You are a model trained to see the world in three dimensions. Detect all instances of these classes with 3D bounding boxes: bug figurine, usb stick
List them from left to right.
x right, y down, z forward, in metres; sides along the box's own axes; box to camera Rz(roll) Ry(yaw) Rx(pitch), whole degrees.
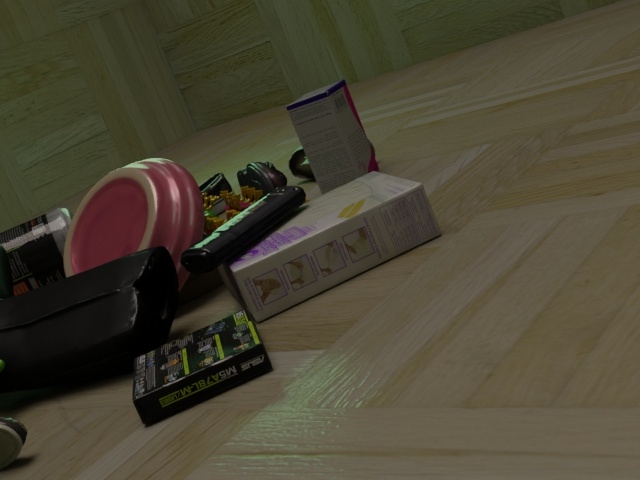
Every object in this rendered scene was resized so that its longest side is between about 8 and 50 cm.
[{"bbox_3d":[-0.145,-0.039,1.793,0.216,0.072,0.279,20,22,37],"label":"bug figurine"},{"bbox_3d":[-0.121,-0.022,1.533,0.077,0.045,0.278,-12,18,39],"label":"usb stick"}]

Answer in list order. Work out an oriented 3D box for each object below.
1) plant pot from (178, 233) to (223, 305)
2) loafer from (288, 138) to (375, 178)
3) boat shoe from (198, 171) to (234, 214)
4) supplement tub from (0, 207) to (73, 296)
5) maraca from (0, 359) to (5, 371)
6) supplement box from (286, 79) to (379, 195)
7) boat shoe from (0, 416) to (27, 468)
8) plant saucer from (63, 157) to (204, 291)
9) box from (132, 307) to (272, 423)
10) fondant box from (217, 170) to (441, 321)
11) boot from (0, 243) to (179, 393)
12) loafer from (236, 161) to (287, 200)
[{"bbox_3d":[-0.283,0.044,1.796,0.237,0.109,0.237,-20,14,5],"label":"plant pot"},{"bbox_3d":[0.011,-0.197,2.260,0.251,0.094,0.087,-10,15,41],"label":"loafer"},{"bbox_3d":[-0.330,-0.084,2.339,0.113,0.105,0.306,-7,20,46],"label":"boat shoe"},{"bbox_3d":[-0.684,0.068,2.139,0.316,0.193,0.193,-24,14,-9],"label":"supplement tub"},{"bbox_3d":[-0.554,0.237,1.434,0.127,0.099,0.185,12,66,20],"label":"maraca"},{"bbox_3d":[0.030,-0.226,2.084,0.114,0.220,0.111,-16,15,29],"label":"supplement box"},{"bbox_3d":[-0.485,0.277,1.299,0.228,0.081,0.068,-18,19,27],"label":"boat shoe"},{"bbox_3d":[-0.356,-0.004,1.710,0.332,0.332,0.084,-18,-30,33],"label":"plant saucer"},{"bbox_3d":[-0.167,0.168,1.297,0.184,0.045,0.191,-22,13,-7],"label":"box"},{"bbox_3d":[0.000,0.000,1.555,0.330,0.096,0.238,-26,15,-11],"label":"fondant box"},{"bbox_3d":[-0.447,0.087,1.578,0.445,0.146,0.367,-20,53,23],"label":"boot"},{"bbox_3d":[-0.127,-0.151,2.294,0.095,0.109,0.302,-22,11,-15],"label":"loafer"}]
